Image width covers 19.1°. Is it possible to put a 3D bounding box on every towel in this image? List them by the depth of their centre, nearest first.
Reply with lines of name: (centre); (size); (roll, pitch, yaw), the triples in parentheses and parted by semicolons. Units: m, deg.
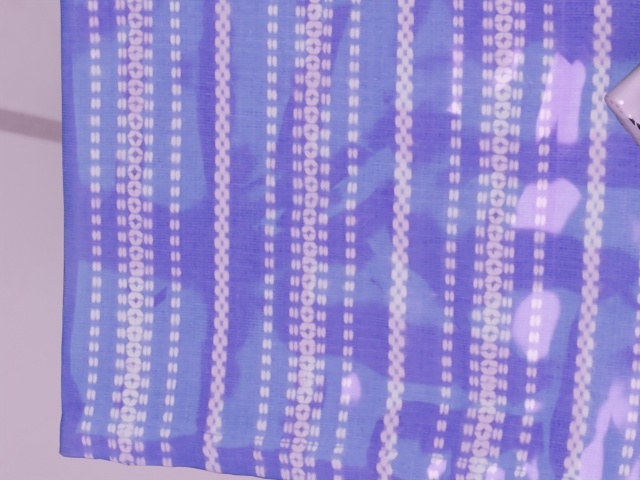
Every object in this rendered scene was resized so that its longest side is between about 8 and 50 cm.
towel: (0.054, -0.011, 0.695); (0.336, 0.040, 0.243); (6, 104, 18)

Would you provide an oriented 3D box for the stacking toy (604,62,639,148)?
stacking toy: (0.214, -0.030, 0.601); (0.167, 0.052, 0.221); (-45, 111, -4)
